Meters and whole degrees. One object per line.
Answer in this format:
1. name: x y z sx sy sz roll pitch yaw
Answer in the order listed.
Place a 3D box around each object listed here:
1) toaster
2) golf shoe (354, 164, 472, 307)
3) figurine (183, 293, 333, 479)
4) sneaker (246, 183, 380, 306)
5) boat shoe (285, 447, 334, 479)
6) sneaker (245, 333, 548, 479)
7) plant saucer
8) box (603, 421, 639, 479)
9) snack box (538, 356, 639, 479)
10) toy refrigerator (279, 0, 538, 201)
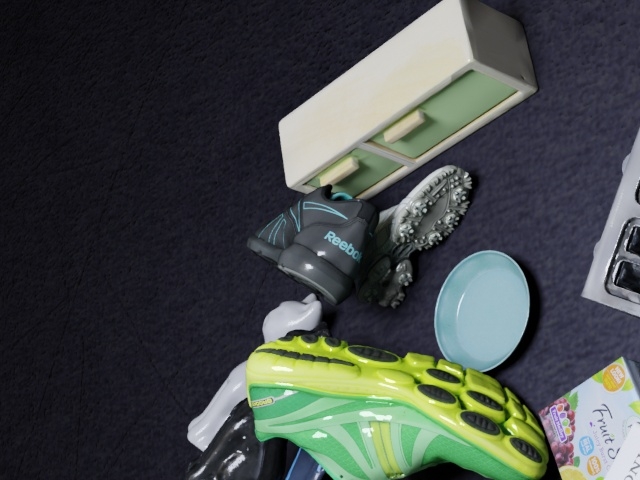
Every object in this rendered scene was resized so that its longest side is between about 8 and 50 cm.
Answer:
1. toaster: 0.314 0.001 1.068 0.186 0.110 0.168 22 95 50
2. golf shoe: 0.083 -0.018 1.380 0.176 0.069 0.086 -53 38 21
3. figurine: -0.052 0.158 1.415 0.209 0.092 0.215 -59 10 8
4. sneaker: 0.000 0.000 1.418 0.106 0.101 0.267 -57 16 -3
5. boat shoe: 0.012 0.249 1.329 0.089 0.109 0.258 1 80 61
6. sneaker: 0.069 0.173 1.249 0.295 0.109 0.123 14 114 20
7. plant saucer: 0.160 0.070 1.290 0.119 0.021 0.119 -19 64 44
8. box: 0.278 0.297 0.876 0.322 0.058 0.232 37 106 49
9. snack box: 0.251 0.184 1.132 0.100 0.037 0.141 -40 50 31
10. toy refrigerator: 0.085 -0.134 1.388 0.269 0.102 0.094 -32 55 38
